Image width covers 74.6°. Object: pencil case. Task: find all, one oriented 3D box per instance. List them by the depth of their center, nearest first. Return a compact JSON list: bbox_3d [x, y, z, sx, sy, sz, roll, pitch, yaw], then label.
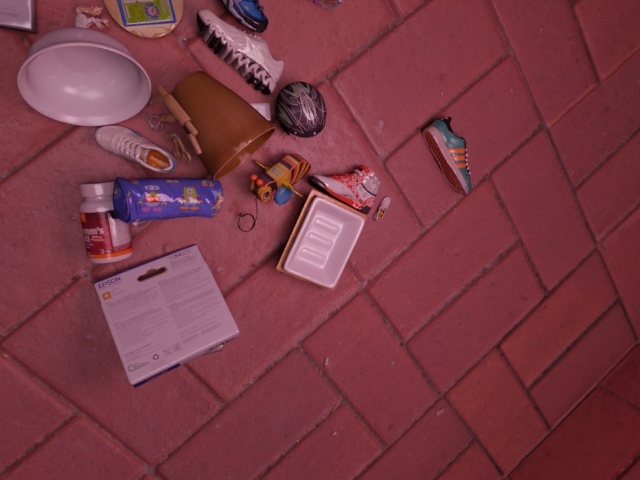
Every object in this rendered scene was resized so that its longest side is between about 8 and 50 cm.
[{"bbox_3d":[-0.430,-0.116,1.201,0.305,0.119,0.133,-8,84,-41],"label":"pencil case"}]

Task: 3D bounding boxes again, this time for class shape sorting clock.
[{"bbox_3d":[-0.485,-0.666,1.155,0.206,0.040,0.207,-3,99,-19],"label":"shape sorting clock"}]

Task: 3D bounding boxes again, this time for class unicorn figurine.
[{"bbox_3d":[-0.634,-0.546,1.126,0.111,0.060,0.162,9,85,-12],"label":"unicorn figurine"}]

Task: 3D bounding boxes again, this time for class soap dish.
[{"bbox_3d":[0.000,0.000,1.436,0.228,0.118,0.291,23,93,-23],"label":"soap dish"}]

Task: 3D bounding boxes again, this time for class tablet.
[{"bbox_3d":[-0.201,-0.407,1.334,0.083,0.006,0.054,-8,104,-18],"label":"tablet"}]

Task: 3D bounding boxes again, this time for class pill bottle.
[{"bbox_3d":[-0.616,-0.055,1.202,0.121,0.121,0.222,-8,104,-18],"label":"pill bottle"}]

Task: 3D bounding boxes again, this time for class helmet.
[{"bbox_3d":[-0.060,-0.402,1.300,0.169,0.161,0.170,-4,104,-19],"label":"helmet"}]

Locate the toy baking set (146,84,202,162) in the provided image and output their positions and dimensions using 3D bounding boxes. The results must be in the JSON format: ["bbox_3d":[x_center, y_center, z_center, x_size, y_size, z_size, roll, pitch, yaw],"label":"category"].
[{"bbox_3d":[-0.423,-0.325,1.164,0.030,0.196,0.256,-38,92,-36],"label":"toy baking set"}]

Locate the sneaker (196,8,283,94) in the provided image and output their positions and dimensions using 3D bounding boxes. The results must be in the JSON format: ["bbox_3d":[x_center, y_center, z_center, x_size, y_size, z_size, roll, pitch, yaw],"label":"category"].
[{"bbox_3d":[-0.232,-0.570,1.241,0.292,0.110,0.118,38,80,-31],"label":"sneaker"}]

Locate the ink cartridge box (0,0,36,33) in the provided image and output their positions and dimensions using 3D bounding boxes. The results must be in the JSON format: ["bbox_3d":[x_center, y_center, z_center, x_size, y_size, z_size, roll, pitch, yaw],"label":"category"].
[{"bbox_3d":[-0.834,-0.648,1.032,0.223,0.045,0.224,1,101,-20],"label":"ink cartridge box"}]

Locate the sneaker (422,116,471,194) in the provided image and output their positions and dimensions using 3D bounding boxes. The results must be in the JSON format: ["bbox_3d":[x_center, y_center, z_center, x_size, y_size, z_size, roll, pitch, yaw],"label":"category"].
[{"bbox_3d":[0.499,-0.313,1.550,0.121,0.108,0.302,-36,110,-4],"label":"sneaker"}]

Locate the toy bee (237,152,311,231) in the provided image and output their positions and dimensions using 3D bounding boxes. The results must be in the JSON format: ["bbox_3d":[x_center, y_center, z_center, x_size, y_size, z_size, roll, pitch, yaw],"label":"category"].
[{"bbox_3d":[-0.145,-0.171,1.306,0.195,0.162,0.299,18,71,14],"label":"toy bee"}]

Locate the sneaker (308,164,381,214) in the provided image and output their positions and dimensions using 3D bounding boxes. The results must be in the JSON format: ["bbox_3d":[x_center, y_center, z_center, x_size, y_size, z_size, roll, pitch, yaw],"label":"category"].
[{"bbox_3d":[0.090,-0.204,1.431,0.270,0.090,0.145,25,93,-32],"label":"sneaker"}]

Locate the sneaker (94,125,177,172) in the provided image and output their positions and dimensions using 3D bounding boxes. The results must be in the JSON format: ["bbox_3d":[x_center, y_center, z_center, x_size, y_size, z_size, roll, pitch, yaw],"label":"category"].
[{"bbox_3d":[-0.525,-0.264,1.204,0.228,0.092,0.088,21,96,-21],"label":"sneaker"}]

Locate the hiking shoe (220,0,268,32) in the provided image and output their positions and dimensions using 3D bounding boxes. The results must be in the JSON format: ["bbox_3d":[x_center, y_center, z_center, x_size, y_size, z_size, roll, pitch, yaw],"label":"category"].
[{"bbox_3d":[-0.229,-0.736,1.166,0.304,0.132,0.113,55,37,-22],"label":"hiking shoe"}]

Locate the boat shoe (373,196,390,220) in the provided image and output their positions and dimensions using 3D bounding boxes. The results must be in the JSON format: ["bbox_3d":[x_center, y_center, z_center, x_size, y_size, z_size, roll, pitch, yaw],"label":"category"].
[{"bbox_3d":[0.229,-0.114,1.537,0.035,0.035,0.100,33,90,-23],"label":"boat shoe"}]

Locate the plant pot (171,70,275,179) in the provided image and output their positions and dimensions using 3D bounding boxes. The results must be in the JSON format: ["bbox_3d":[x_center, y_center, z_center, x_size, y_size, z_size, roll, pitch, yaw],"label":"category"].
[{"bbox_3d":[-0.297,-0.347,1.211,0.237,0.237,0.254,-40,98,-7],"label":"plant pot"}]

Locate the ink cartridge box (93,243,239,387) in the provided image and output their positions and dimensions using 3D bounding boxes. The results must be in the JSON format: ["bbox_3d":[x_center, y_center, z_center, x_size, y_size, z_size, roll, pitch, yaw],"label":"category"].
[{"bbox_3d":[-0.459,0.212,1.267,0.323,0.071,0.330,-23,68,-22],"label":"ink cartridge box"}]

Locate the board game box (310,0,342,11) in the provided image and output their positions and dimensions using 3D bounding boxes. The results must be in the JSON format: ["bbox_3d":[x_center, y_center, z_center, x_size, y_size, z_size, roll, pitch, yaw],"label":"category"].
[{"bbox_3d":[-0.016,-0.753,1.269,0.154,0.103,0.026,17,96,-22],"label":"board game box"}]

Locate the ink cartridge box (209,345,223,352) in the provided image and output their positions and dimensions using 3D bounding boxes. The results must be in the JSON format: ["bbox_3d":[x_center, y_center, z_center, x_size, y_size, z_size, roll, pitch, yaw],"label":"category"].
[{"bbox_3d":[-0.427,0.291,1.329,0.217,0.092,0.159,-9,70,-19],"label":"ink cartridge box"}]

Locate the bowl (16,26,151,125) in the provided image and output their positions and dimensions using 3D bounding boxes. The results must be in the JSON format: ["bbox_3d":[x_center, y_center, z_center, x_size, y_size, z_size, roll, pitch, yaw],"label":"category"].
[{"bbox_3d":[-0.599,-0.435,1.073,0.297,0.298,0.134,-13,72,-17],"label":"bowl"}]
